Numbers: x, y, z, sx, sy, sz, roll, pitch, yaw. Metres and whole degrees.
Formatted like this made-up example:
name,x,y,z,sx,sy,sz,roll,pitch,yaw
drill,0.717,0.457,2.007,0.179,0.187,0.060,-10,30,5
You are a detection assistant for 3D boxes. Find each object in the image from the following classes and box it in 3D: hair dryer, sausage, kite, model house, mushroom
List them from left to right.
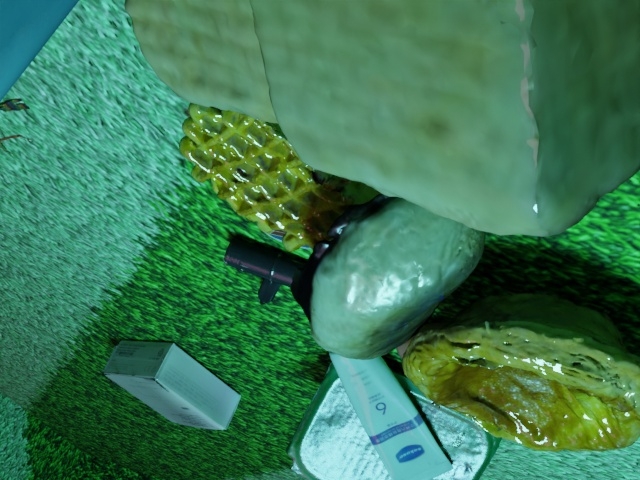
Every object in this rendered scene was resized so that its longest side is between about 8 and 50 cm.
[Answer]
name,x,y,z,sx,sy,sz,roll,pitch,yaw
kite,-0.520,-0.195,1.301,0.244,0.006,0.198,4,146,33
hair dryer,-0.061,0.076,1.375,0.173,0.050,0.194,20,156,10
mushroom,0.094,0.054,1.035,0.248,0.129,0.344,-9,158,-23
model house,0.046,-0.252,0.469,0.382,0.335,0.342,20,136,43
sausage,0.176,0.156,1.301,0.062,0.062,0.154,37,151,-23

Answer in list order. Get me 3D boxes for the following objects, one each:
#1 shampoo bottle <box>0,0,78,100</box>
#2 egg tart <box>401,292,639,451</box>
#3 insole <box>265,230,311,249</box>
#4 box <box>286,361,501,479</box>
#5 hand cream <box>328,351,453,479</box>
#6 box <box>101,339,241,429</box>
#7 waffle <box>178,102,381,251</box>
name,x,y,z,sx,sy,sz,roll,pitch,yaw
shampoo bottle,-0.312,-0.284,0.618,0.331,0.342,0.331,19,153,10
egg tart,0.283,0.162,1.120,0.352,0.149,0.352,12,152,7
insole,0.000,0.000,1.229,0.194,0.006,0.065,13,151,22
box,0.132,0.356,1.567,0.337,0.264,0.106,26,-165,-4
hand cream,0.114,0.295,1.481,0.109,0.067,0.320,-27,108,9
box,-0.345,0.337,1.987,0.203,0.106,0.251,-5,140,42
waffle,-0.036,-0.078,1.061,0.283,0.065,0.309,16,154,14
